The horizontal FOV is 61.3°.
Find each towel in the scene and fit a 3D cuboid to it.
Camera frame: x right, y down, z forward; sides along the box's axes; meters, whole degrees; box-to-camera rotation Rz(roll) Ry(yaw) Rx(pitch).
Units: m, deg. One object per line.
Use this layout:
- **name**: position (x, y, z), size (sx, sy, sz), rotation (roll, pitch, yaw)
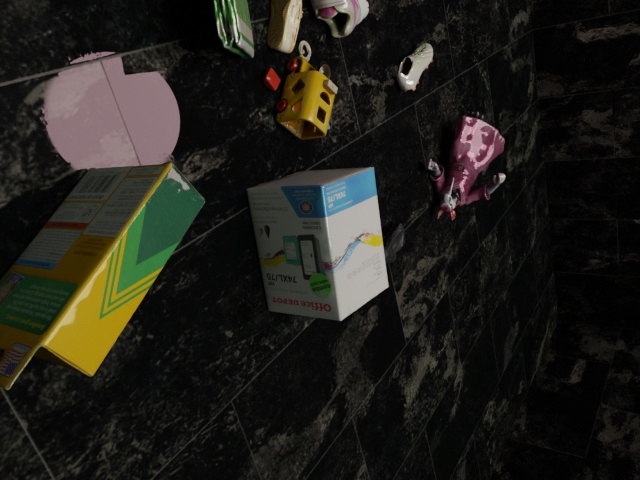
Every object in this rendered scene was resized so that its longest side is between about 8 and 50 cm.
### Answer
- **towel**: position (-0.166, -0.487, 0.923), size (0.248, 0.038, 0.325), rotation (-90, 170, -76)

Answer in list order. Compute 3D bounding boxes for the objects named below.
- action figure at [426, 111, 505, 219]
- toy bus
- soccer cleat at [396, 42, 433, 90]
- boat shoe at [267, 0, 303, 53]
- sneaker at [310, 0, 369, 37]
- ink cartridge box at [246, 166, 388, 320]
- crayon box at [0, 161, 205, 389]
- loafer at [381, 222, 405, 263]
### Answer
- **action figure**: position (0.459, -0.230, 1.805), size (0.370, 0.248, 0.276), rotation (-63, -179, -11)
- **toy bus**: position (-0.017, -0.322, 1.170), size (0.191, 0.104, 0.202), rotation (-41, 124, -44)
- **soccer cleat**: position (0.278, -0.525, 1.588), size (0.076, 0.068, 0.196), rotation (49, 57, -39)
- **boat shoe**: position (-0.068, -0.478, 1.134), size (0.059, 0.062, 0.170), rotation (12, 92, -55)
- **sneaker**: position (0.024, -0.564, 1.213), size (0.252, 0.102, 0.111), rotation (44, 56, -44)
- **ink cartridge box**: position (0.000, 0.000, 1.134), size (0.197, 0.198, 0.270), rotation (-26, 112, -50)
- **crayon box**: position (-0.317, 0.045, 0.709), size (0.083, 0.203, 0.323), rotation (54, 52, -40)
- **loafer**: position (0.178, 0.032, 1.475), size (0.223, 0.076, 0.078), rotation (-46, 119, -46)
